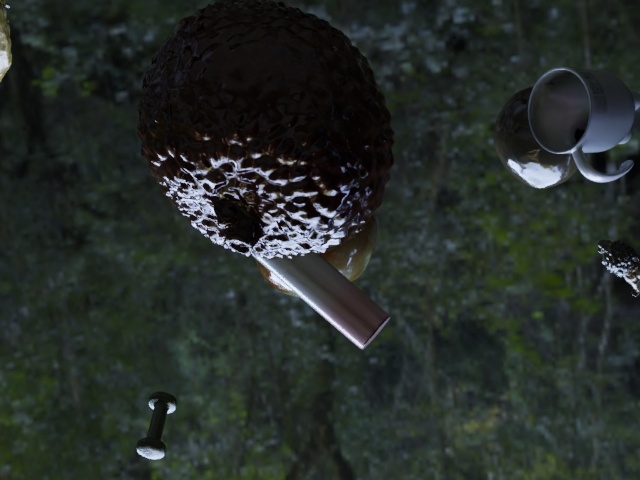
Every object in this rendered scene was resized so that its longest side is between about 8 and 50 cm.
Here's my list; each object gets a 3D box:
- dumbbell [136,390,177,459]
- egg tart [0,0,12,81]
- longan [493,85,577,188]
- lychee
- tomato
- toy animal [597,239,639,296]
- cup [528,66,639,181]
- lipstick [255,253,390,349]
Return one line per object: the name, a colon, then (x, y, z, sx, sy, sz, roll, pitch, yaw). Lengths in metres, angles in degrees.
dumbbell: (-0.277, 0.314, 2.255, 0.052, 0.046, 0.118, 23, -134, -13)
egg tart: (-0.563, -0.358, 1.951, 0.319, 0.319, 0.128, 4, -137, 32)
longan: (0.397, -0.185, 2.401, 0.167, 0.187, 0.167, -17, -148, 11)
lychee: (-0.050, -0.107, 1.294, 0.261, 0.260, 0.260, -8, -158, 3)
tomato: (0.000, 0.000, 2.741, 0.223, 0.270, 0.270, 33, -146, 10)
toy animal: (0.560, 0.056, 2.281, 0.220, 0.069, 0.086, 15, 148, -24)
cup: (0.434, -0.191, 2.086, 0.142, 0.134, 0.173, -2, -140, -37)
lipstick: (-0.016, 0.071, 2.544, 0.327, 0.087, 0.087, 41, -142, 8)
